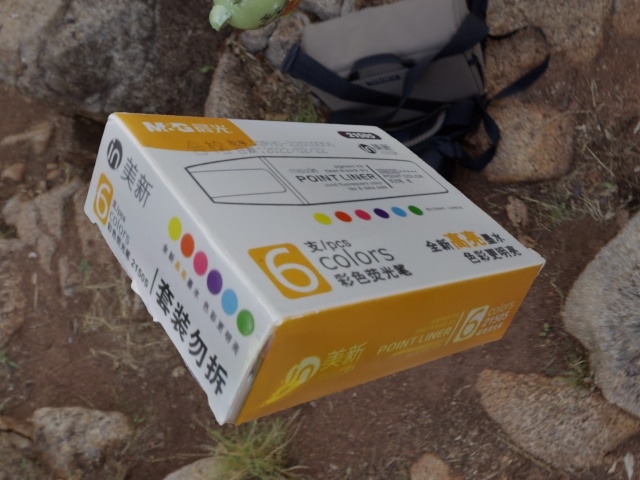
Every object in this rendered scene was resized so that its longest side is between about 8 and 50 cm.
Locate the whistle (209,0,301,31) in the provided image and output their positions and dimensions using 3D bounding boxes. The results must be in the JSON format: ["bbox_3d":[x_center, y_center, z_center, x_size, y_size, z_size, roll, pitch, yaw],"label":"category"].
[{"bbox_3d":[-0.079,-0.382,1.001,0.106,0.288,0.131,45,120,-10],"label":"whistle"}]

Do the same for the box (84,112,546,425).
[{"bbox_3d":[0.000,0.000,0.493,0.221,0.274,0.091,44,125,32],"label":"box"}]
